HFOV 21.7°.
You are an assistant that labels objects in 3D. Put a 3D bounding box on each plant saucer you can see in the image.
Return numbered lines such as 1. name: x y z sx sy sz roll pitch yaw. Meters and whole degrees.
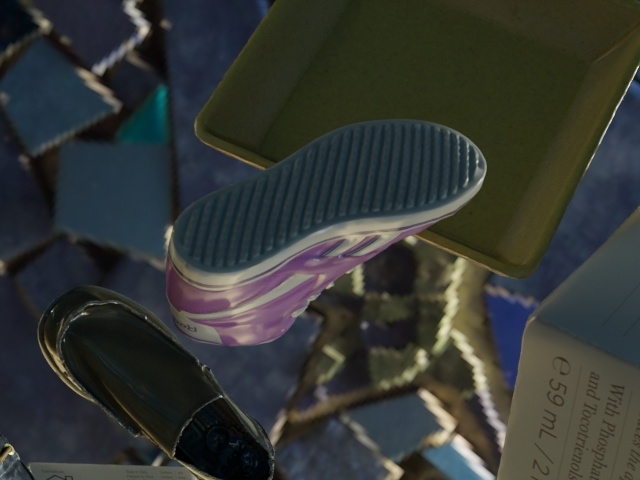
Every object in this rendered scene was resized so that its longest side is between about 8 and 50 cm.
1. plant saucer: 0.101 -0.135 1.553 0.333 0.081 0.332 24 61 12

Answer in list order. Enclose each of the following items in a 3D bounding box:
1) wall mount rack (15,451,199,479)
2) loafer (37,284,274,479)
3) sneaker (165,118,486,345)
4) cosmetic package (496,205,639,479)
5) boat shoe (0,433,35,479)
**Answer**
1. wall mount rack: -0.228 0.274 1.721 0.350 0.130 0.304 6 43 -22
2. loafer: -0.124 0.127 1.388 0.251 0.094 0.087 39 -12 -23
3. sneaker: -0.001 -0.001 1.379 0.282 0.161 0.102 -19 58 -19
4. cosmetic package: 0.404 0.191 1.475 0.394 0.329 0.327 25 40 26
5. boat shoe: -0.203 0.129 0.816 0.083 0.065 0.183 62 17 3
